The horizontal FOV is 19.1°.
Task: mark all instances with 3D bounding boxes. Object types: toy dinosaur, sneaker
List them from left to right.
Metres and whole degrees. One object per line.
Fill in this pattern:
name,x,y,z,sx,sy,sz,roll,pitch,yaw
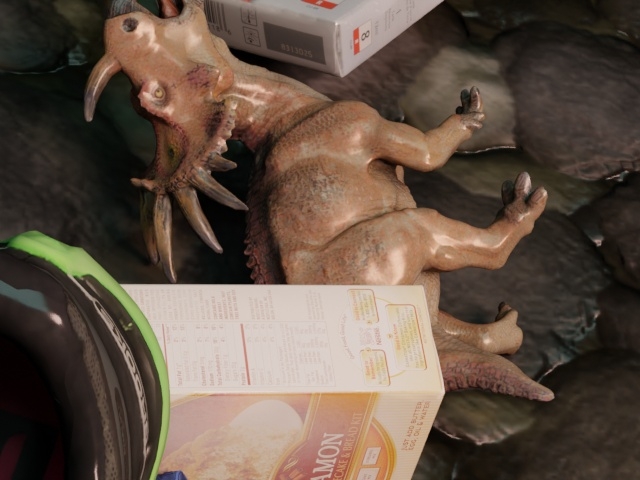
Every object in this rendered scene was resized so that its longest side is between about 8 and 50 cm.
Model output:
sneaker,-0.192,0.213,0.697,0.185,0.202,0.483,13,76,3
toy dinosaur,0.000,0.000,1.029,0.200,0.127,0.296,-16,61,-24

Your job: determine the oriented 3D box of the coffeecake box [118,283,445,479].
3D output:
coffeecake box,-0.049,0.089,0.927,0.185,0.142,0.068,1,51,-12

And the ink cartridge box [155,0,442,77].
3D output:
ink cartridge box,0.007,-0.172,1.186,0.145,0.045,0.179,19,45,33

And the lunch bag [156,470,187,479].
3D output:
lunch bag,-0.085,0.155,0.889,0.065,0.098,0.067,-13,49,7
